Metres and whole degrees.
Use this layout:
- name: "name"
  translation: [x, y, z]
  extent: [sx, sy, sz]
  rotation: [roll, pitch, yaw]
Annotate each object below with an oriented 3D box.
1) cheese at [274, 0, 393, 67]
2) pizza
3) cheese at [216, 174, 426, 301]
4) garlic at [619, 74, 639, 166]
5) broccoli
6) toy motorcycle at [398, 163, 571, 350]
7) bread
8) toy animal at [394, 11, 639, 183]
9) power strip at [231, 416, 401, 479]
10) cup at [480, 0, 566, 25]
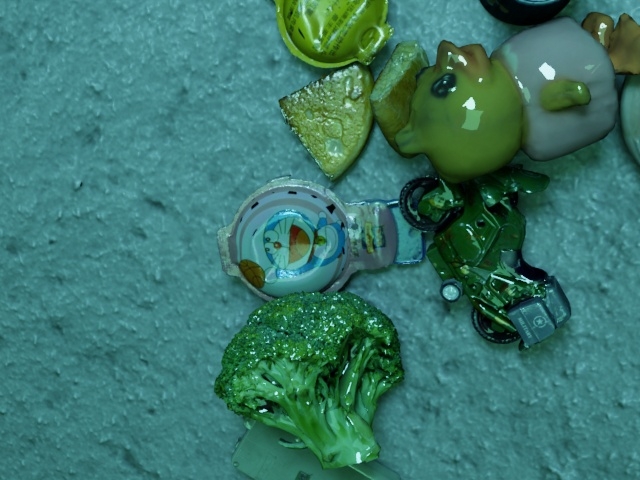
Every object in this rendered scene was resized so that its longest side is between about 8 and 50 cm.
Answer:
- name: "cheese"
  translation: [-0.013, -0.322, 0.925]
  extent: [0.250, 0.064, 0.156]
  rotation: [42, 106, 9]
- name: "pizza"
  translation: [0.009, -0.167, 0.968]
  extent: [0.131, 0.041, 0.178]
  rotation: [4, 104, 7]
- name: "cheese"
  translation: [0.000, 0.000, 0.994]
  extent: [0.286, 0.074, 0.189]
  rotation: [-5, 104, 4]
- name: "garlic"
  translation: [0.491, -0.171, 0.830]
  extent: [0.279, 0.132, 0.325]
  rotation: [-15, 102, 13]
- name: "broccoli"
  translation: [-0.007, 0.183, 0.954]
  extent: [0.261, 0.269, 0.241]
  rotation: [-18, 74, -9]
- name: "toy motorcycle"
  translation: [0.235, 0.010, 0.933]
  extent: [0.187, 0.125, 0.274]
  rotation: [-28, 99, 25]
- name: "bread"
  translation: [0.099, -0.176, 0.901]
  extent: [0.054, 0.136, 0.154]
  rotation: [1, 101, 28]
- name: "toy animal"
  translation: [0.221, -0.163, 0.842]
  extent: [0.281, 0.195, 0.169]
  rotation: [-13, 113, -4]
- name: "power strip"
  translation: [-0.010, 0.349, 1.093]
  extent: [0.270, 0.046, 0.118]
  rotation: [30, 109, 1]
- name: "cup"
  translation: [0.232, -0.335, 0.827]
  extent: [0.131, 0.155, 0.176]
  rotation: [-38, 96, 16]
